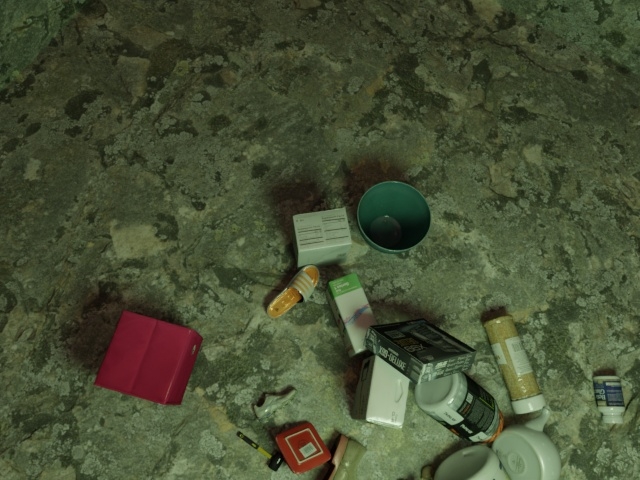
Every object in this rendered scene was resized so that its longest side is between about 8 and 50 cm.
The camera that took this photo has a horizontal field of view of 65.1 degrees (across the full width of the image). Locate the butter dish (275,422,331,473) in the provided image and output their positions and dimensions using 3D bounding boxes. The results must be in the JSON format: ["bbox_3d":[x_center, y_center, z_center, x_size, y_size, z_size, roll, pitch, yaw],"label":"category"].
[{"bbox_3d":[-0.072,0.754,1.774,0.160,0.118,0.160,-9,43,-35],"label":"butter dish"}]

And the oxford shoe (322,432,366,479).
[{"bbox_3d":[0.064,0.865,1.740,0.130,0.123,0.349,23,73,-1],"label":"oxford shoe"}]

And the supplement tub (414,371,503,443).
[{"bbox_3d":[0.494,0.579,1.768,0.316,0.193,0.194,40,70,-25],"label":"supplement tub"}]

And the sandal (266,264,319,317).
[{"bbox_3d":[-0.092,0.213,1.954,0.265,0.076,0.102,-45,118,-10],"label":"sandal"}]

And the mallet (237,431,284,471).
[{"bbox_3d":[-0.212,0.745,1.808,0.189,0.039,0.062,39,75,13],"label":"mallet"}]

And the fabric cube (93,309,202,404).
[{"bbox_3d":[-0.592,0.421,1.776,0.258,0.254,0.258,15,71,1],"label":"fabric cube"}]

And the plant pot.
[{"bbox_3d":[0.280,-0.066,2.024,0.289,0.195,0.291,1,71,-3],"label":"plant pot"}]

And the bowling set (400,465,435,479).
[{"bbox_3d":[0.331,0.895,1.711,0.287,0.200,0.154,-36,76,-18],"label":"bowling set"}]

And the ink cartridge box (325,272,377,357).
[{"bbox_3d":[0.123,0.287,1.893,0.117,0.201,0.278,-19,74,-9],"label":"ink cartridge box"}]

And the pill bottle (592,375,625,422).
[{"bbox_3d":[1.097,0.603,1.905,0.094,0.094,0.170,2,71,-3],"label":"pill bottle"}]

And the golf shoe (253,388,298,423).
[{"bbox_3d":[-0.165,0.590,1.847,0.176,0.069,0.086,-34,71,-15],"label":"golf shoe"}]

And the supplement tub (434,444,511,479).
[{"bbox_3d":[0.557,0.891,1.682,0.235,0.235,0.325,-30,90,-13],"label":"supplement tub"}]

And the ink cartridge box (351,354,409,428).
[{"bbox_3d":[0.207,0.529,1.762,0.131,0.306,0.226,12,70,-1],"label":"ink cartridge box"}]

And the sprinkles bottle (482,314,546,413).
[{"bbox_3d":[0.736,0.468,1.914,0.121,0.121,0.356,-13,72,-8],"label":"sprinkles bottle"}]

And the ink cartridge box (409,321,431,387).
[{"bbox_3d":[0.381,0.434,1.895,0.078,0.134,0.231,30,73,7],"label":"ink cartridge box"}]

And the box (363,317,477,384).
[{"bbox_3d":[0.332,0.359,1.671,0.242,0.307,0.077,30,110,45],"label":"box"}]

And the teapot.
[{"bbox_3d":[0.749,0.772,1.776,0.186,0.256,0.253,2,48,-33],"label":"teapot"}]

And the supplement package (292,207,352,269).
[{"bbox_3d":[0.000,0.000,1.949,0.203,0.262,0.145,-9,73,-6],"label":"supplement package"}]
